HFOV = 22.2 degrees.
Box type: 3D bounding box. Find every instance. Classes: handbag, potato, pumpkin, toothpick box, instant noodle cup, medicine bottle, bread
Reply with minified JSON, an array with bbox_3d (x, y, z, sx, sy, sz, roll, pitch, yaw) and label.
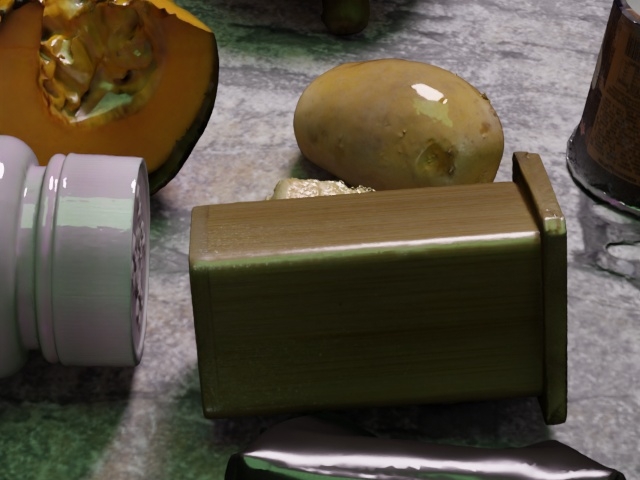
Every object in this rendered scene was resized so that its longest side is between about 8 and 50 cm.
[{"bbox_3d":[0.079,0.191,1.216,0.285,0.113,0.257,3,6,5],"label":"handbag"},{"bbox_3d":[0.081,-0.116,1.667,0.234,0.146,0.150,28,14,30],"label":"potato"},{"bbox_3d":[-0.271,-0.153,1.590,0.303,0.256,0.225,12,23,-35],"label":"pumpkin"},{"bbox_3d":[0.048,0.047,1.390,0.308,0.187,0.190,-4,23,-1],"label":"toothpick box"},{"bbox_3d":[0.370,-0.159,1.672,0.218,0.207,0.217,2,39,-2],"label":"instant noodle cup"},{"bbox_3d":[-0.343,0.012,1.399,0.379,0.213,0.213,1,38,-1],"label":"medicine bottle"},{"bbox_3d":[0.001,0.000,1.550,0.125,0.082,0.106,14,48,-1],"label":"bread"}]

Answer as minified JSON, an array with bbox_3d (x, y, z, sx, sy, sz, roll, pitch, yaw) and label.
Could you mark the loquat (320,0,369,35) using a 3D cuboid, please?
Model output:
[{"bbox_3d":[-0.001,-0.418,1.927,0.328,0.328,0.359,-11,83,-17],"label":"loquat"}]
